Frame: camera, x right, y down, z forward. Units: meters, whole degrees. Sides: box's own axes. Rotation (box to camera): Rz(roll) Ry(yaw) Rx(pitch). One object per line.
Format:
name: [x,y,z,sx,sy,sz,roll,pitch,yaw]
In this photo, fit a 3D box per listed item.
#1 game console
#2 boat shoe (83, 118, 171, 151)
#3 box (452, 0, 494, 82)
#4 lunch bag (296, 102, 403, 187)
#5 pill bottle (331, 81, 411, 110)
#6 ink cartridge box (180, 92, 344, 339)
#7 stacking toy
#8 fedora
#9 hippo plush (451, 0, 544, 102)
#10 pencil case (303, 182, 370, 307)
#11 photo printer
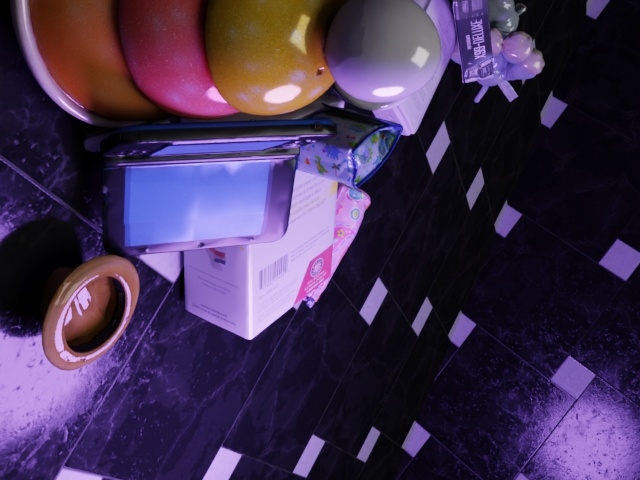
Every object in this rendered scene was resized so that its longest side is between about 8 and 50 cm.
game console: [-0.146,-0.068,1.007,0.293,0.250,0.173,-7,94,-23]
boat shoe: [-0.282,-0.162,1.043,0.142,0.049,0.040,-23,90,-42]
box: [0.348,-0.566,1.683,0.242,0.077,0.307,64,24,-54]
lunch bag: [0.045,-0.169,1.183,0.151,0.129,0.096,-41,141,-40]
pill bottle: [0.091,-0.334,1.341,0.301,0.169,0.169,-99,-156,-76]
ink cartridge box: [-0.102,-0.064,1.304,0.279,0.160,0.384,-34,137,-48]
stacking toy: [-0.085,-0.251,0.847,0.351,0.480,0.350,-41,143,-41]
fedora: [-0.354,0.095,1.060,0.194,0.079,0.194,-48,153,-34]
hippo plush: [0.495,-0.549,1.929,0.294,0.234,0.236,34,66,-52]
pencil case: [0.000,0.000,1.587,0.284,0.124,0.124,-59,152,-12]
photo printer: [0.211,-0.431,1.660,0.307,0.107,0.256,-65,154,-6]
